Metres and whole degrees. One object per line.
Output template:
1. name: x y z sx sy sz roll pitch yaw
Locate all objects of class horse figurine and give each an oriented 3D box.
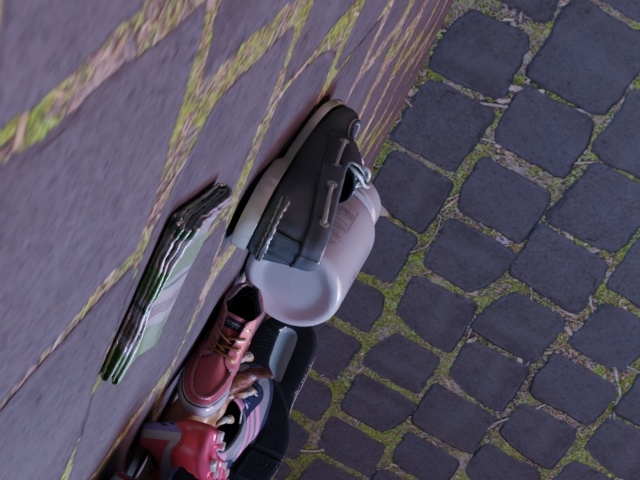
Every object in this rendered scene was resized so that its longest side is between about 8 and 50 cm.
1. horse figurine: -0.161 0.241 1.332 0.174 0.066 0.263 -31 163 -48

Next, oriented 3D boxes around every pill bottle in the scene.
1. pill bottle: 0.000 0.000 1.362 0.131 0.131 0.229 -64 176 36

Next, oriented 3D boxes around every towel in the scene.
1. towel: -0.117 0.033 0.807 0.152 0.023 0.113 -63 176 21

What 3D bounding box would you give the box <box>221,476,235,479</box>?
1. box: -0.188 0.438 1.594 0.045 0.190 0.184 -61 177 35

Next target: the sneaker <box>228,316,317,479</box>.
1. sneaker: -0.139 0.385 2.065 0.257 0.169 0.447 107 9 -63

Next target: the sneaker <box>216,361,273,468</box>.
1. sneaker: -0.141 0.278 1.670 0.131 0.112 0.319 -60 179 34

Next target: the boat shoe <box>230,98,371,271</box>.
1. boat shoe: 0.000 -0.061 1.142 0.116 0.099 0.319 -64 176 31

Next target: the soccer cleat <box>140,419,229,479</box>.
1. soccer cleat: -0.165 0.283 1.248 0.248 0.095 0.083 99 5 -57

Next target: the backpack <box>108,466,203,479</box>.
1. backpack: -0.187 0.389 1.092 0.276 0.213 0.263 97 14 -61

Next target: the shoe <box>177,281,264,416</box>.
1. shoe: -0.119 0.126 1.239 0.178 0.063 0.081 -66 180 -52
